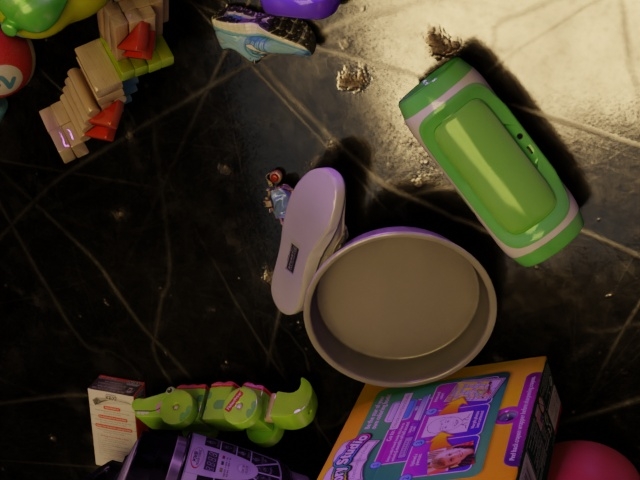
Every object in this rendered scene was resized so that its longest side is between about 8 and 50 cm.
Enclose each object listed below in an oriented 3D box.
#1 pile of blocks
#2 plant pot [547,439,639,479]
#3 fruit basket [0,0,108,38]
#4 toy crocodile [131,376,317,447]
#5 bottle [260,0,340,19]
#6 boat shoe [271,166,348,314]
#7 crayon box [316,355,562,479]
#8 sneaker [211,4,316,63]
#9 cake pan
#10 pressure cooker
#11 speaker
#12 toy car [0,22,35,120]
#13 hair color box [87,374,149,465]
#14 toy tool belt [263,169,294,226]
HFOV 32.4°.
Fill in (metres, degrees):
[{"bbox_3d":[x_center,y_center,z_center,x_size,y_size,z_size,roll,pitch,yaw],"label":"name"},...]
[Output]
[{"bbox_3d":[-0.303,-0.230,1.662,0.362,0.149,0.112,-48,63,43],"label":"pile of blocks"},{"bbox_3d":[0.392,0.452,1.686,0.275,0.243,0.275,7,115,15],"label":"plant pot"},{"bbox_3d":[-0.333,-0.436,1.470,0.392,0.392,0.283,7,116,16],"label":"fruit basket"},{"bbox_3d":[-0.168,0.288,1.892,0.340,0.105,0.115,-5,147,27],"label":"toy crocodile"},{"bbox_3d":[-0.027,-0.451,1.510,0.118,0.092,0.283,9,116,19],"label":"bottle"},{"bbox_3d":[0.000,0.000,1.706,0.096,0.088,0.267,38,128,36],"label":"boat shoe"},{"bbox_3d":[0.175,0.322,1.633,0.313,0.363,0.106,-13,109,24],"label":"crayon box"},{"bbox_3d":[-0.081,-0.297,1.629,0.162,0.063,0.073,16,135,17],"label":"sneaker"},{"bbox_3d":[0.121,0.097,1.684,0.293,0.054,0.293,0,123,1],"label":"cake pan"},{"bbox_3d":[-0.230,0.517,1.820,0.420,0.375,0.370,18,156,-4],"label":"pressure cooker"},{"bbox_3d":[0.241,-0.110,1.553,0.131,0.131,0.296,-34,99,29],"label":"speaker"},{"bbox_3d":[-0.579,-0.285,1.695,0.210,0.238,0.219,35,120,2],"label":"toy car"},{"bbox_3d":[-0.365,0.335,2.007,0.093,0.053,0.167,8,117,16],"label":"hair color box"},{"bbox_3d":[-0.063,-0.065,1.720,0.052,0.051,0.083,-14,108,24],"label":"toy tool belt"}]
